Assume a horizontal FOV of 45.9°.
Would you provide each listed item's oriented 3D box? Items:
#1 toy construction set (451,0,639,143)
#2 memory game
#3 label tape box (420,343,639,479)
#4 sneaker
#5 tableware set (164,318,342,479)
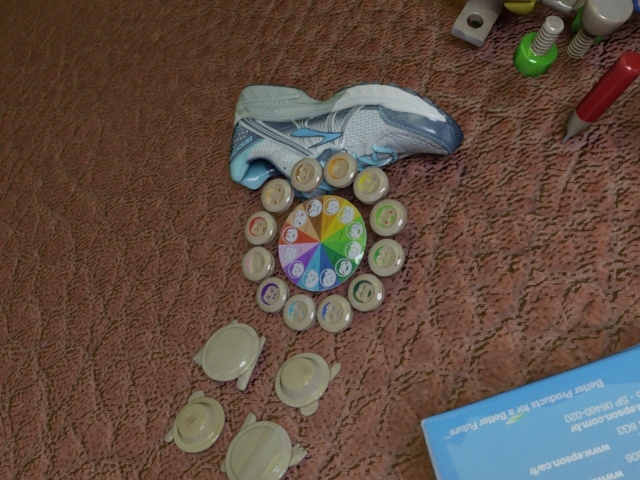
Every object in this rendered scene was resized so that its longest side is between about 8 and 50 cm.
[{"bbox_3d":[0.242,-0.247,0.790,0.257,0.237,0.309,5,69,-4],"label":"toy construction set"},{"bbox_3d":[0.000,0.000,0.750,0.186,0.012,0.186,-7,74,26],"label":"memory game"},{"bbox_3d":[0.228,0.231,0.410,0.249,0.115,0.347,-22,57,10],"label":"label tape box"},{"bbox_3d":[0.020,-0.094,0.826,0.283,0.110,0.122,6,74,34],"label":"sneaker"},{"bbox_3d":[-0.069,0.151,0.704,0.169,0.020,0.141,16,64,35],"label":"tableware set"}]
